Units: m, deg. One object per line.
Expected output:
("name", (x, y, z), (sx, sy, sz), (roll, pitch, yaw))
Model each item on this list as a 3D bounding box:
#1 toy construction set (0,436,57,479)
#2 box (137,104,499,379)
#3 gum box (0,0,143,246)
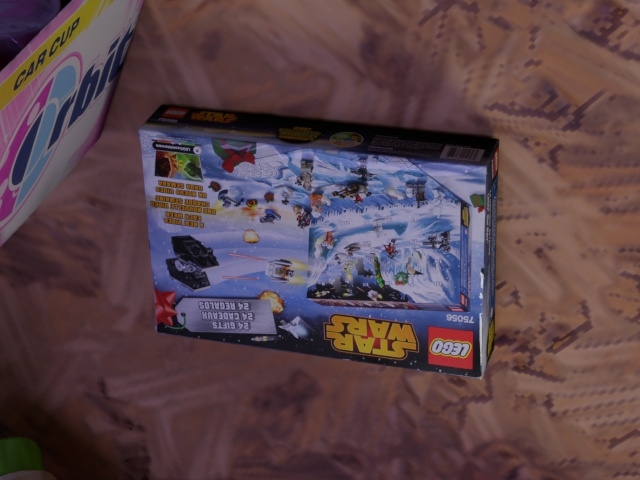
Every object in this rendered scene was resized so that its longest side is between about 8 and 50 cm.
("toy construction set", (-0.212, 0.191, 0.758), (0.215, 0.151, 0.328), (10, 149, -38))
("box", (0.000, 0.000, 0.666), (0.137, 0.027, 0.094), (7, 120, 15))
("gum box", (-0.124, -0.049, 0.582), (0.062, 0.188, 0.107), (26, 125, 3))
